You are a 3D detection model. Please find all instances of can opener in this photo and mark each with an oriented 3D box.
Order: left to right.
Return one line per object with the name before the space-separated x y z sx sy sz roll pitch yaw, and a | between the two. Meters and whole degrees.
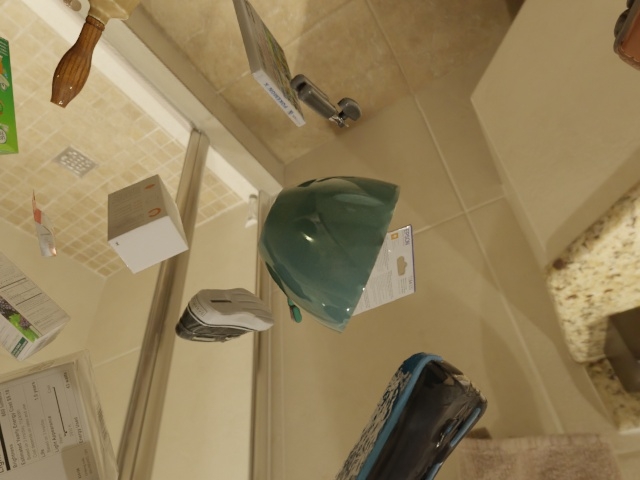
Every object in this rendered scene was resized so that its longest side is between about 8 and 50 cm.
can opener | 0.018 -0.377 1.078 0.093 0.074 0.280 -41 161 23

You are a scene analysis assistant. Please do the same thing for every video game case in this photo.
video game case | -0.159 -0.562 1.250 0.036 0.328 0.300 -22 160 16

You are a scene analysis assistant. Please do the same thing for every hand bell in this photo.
hand bell | -0.331 -0.305 0.577 0.126 0.126 0.241 26 90 -32

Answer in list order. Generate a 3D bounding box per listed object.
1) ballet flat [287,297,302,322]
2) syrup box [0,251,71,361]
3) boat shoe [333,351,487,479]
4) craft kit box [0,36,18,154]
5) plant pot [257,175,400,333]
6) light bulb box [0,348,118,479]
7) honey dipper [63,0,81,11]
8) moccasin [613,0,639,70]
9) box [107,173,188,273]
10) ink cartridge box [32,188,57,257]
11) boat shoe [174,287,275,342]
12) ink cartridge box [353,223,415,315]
ballet flat | -0.090 0.210 1.285 0.041 0.114 0.041 -13 178 0
syrup box | -0.671 0.131 0.851 0.237 0.096 0.093 45 111 -4
boat shoe | 0.060 0.225 0.336 0.089 0.258 0.109 31 179 5
craft kit box | -0.696 -0.302 0.739 0.061 0.246 0.250 -1 -178 6
plant pot | 0.000 0.000 0.738 0.196 0.290 0.290 22 138 3
light bulb box | -0.701 0.485 0.903 0.362 0.357 0.225 -14 178 -23
honey dipper | -0.703 -0.663 1.073 0.161 0.030 0.030 37 141 18
moccasin | 0.223 -0.175 0.131 0.139 0.147 0.380 -50 152 -1
box | -0.657 -0.074 1.508 0.215 0.345 0.168 -26 131 -9
ink cartridge box | -0.846 -0.056 1.225 0.045 0.145 0.179 -6 113 -32
boat shoe | -0.237 0.193 1.004 0.119 0.121 0.335 -42 154 8
ink cartridge box | 0.130 0.102 1.254 0.331 0.071 0.323 -20 133 -6
